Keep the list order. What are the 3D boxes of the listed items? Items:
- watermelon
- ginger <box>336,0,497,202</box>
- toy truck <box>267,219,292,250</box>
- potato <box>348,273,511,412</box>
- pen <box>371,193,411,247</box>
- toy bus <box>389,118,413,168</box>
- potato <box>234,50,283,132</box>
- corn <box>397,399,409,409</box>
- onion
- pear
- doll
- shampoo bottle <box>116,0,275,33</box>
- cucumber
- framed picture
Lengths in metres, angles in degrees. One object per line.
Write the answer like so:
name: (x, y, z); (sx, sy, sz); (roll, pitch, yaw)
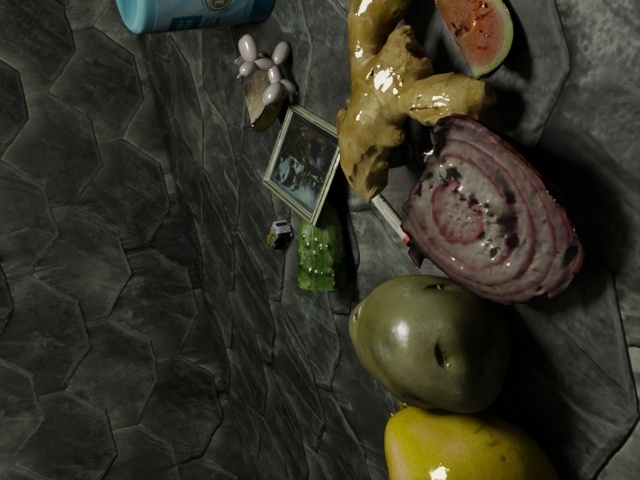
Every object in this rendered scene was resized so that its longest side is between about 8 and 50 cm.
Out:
watermelon: (0.234, -0.307, 1.023); (0.069, 0.086, 0.163); (47, -159, -71)
ginger: (0.102, -0.273, 1.177); (0.348, 0.122, 0.363); (-41, 68, 43)
toy truck: (-0.122, -0.015, 2.012); (0.123, 0.052, 0.063); (118, 139, -60)
potato: (0.189, 0.169, 1.186); (0.326, 0.243, 0.221); (-169, 75, -78)
pen: (0.135, -0.065, 1.439); (0.218, 0.026, 0.026); (56, 150, 38)
toy bus: (0.126, -0.220, 1.308); (0.074, 0.069, 0.162); (29, 128, 60)
potato: (-0.136, -0.391, 1.810); (0.120, 0.100, 0.261); (-33, 52, 26)
corn: (0.207, 0.311, 1.400); (0.115, 0.115, 0.318); (0, 103, 66)
onion: (0.269, -0.042, 1.033); (0.280, 0.146, 0.314); (41, 146, 14)
pear: (0.245, 0.416, 1.164); (0.336, 0.284, 0.285); (-144, 44, -66)
doll: (-0.126, -0.409, 1.682); (0.059, 0.161, 0.160); (-7, 79, 63)
shampoo bottle: (-0.324, -0.689, 1.699); (0.331, 0.342, 0.331); (43, 141, 51)
cucumber: (0.002, -0.001, 1.662); (0.134, 0.134, 0.245); (26, 123, 60)
framed picture: (-0.048, -0.192, 1.666); (0.296, 0.019, 0.232); (41, 115, 52)
